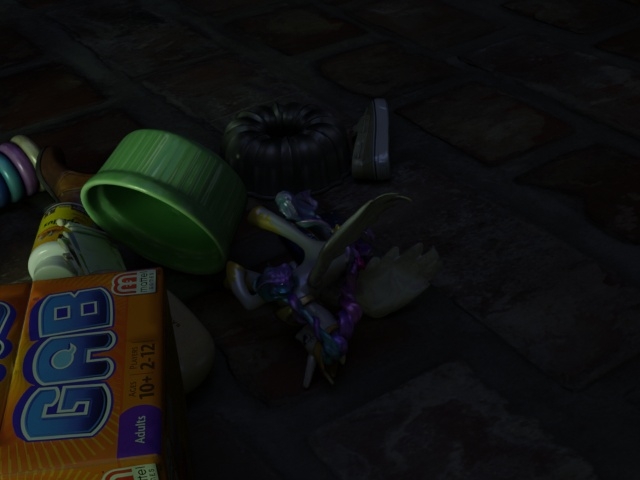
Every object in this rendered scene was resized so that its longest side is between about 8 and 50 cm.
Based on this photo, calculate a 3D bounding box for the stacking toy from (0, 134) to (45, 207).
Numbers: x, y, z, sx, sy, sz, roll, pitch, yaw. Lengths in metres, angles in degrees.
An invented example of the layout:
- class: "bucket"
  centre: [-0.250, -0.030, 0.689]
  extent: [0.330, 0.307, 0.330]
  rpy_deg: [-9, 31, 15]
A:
- class: "stacking toy"
  centre: [-0.771, -0.107, 2.032]
  extent: [0.330, 0.141, 0.141]
  rpy_deg: [-34, 45, -31]

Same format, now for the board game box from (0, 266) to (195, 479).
- class: "board game box"
  centre: [-0.357, 0.294, 1.187]
  extent: [0.357, 0.356, 0.356]
  rpy_deg: [-6, 34, -5]

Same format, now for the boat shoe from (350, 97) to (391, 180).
- class: "boat shoe"
  centre: [0.119, -0.250, 2.199]
  extent: [0.094, 0.109, 0.302]
  rpy_deg: [-2, 36, 4]

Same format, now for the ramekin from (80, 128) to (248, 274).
- class: "ramekin"
  centre: [-0.287, -0.077, 1.754]
  extent: [0.304, 0.303, 0.148]
  rpy_deg: [13, 62, 22]

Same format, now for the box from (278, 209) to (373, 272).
- class: "box"
  centre: [0.000, 0.000, 1.894]
  extent: [0.137, 0.036, 0.225]
  rpy_deg: [-15, 34, -18]

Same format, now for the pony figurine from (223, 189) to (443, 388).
- class: "pony figurine"
  centre: [0.011, 0.052, 1.652]
  extent: [0.351, 0.303, 0.363]
  rpy_deg: [-46, 48, -4]

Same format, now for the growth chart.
- class: "growth chart"
  centre: [-0.423, 0.048, 1.736]
  extent: [0.172, 0.021, 0.237]
  rpy_deg: [25, 28, -47]

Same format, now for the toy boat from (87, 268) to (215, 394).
- class: "toy boat"
  centre: [-0.336, 0.183, 1.499]
  extent: [0.267, 0.148, 0.318]
  rpy_deg: [43, 31, 6]

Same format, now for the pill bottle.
- class: "pill bottle"
  centre: [-0.511, 0.023, 1.819]
  extent: [0.117, 0.117, 0.215]
  rpy_deg: [-5, 34, -3]

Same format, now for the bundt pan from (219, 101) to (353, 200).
- class: "bundt pan"
  centre: [-0.088, -0.228, 2.163]
  extent: [0.331, 0.124, 0.330]
  rpy_deg: [-2, 34, 2]

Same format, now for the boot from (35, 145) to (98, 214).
- class: "boot"
  centre: [-0.470, -0.150, 1.993]
  extent: [0.281, 0.096, 0.264]
  rpy_deg: [-23, 47, 3]
